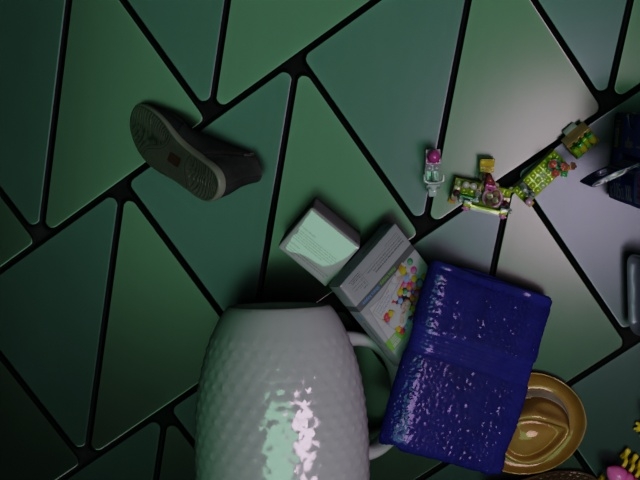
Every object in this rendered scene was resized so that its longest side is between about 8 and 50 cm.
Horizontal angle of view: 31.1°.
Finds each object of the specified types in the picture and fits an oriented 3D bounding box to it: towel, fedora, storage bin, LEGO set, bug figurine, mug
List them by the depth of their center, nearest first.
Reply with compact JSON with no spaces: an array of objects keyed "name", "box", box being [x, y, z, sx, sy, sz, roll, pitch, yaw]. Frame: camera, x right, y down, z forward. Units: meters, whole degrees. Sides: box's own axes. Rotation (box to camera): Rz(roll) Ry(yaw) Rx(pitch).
[{"name":"LEGO set","box":[0.306,-0.098,1.809,0.286,0.107,0.132,-9,102,4]},{"name":"mug","box":[-0.020,0.264,1.839,0.374,0.276,0.328,-2,92,-28]},{"name":"towel","box":[0.229,0.203,1.843,0.227,0.076,0.308,19,84,-17]},{"name":"storage bin","box":[0.555,0.084,1.857,0.091,0.098,0.135,-10,103,-24]},{"name":"fedora","box":[0.350,0.316,1.912,0.194,0.079,0.194,0,102,1]},{"name":"bug figurine","box":[0.595,0.395,1.925,0.216,0.072,0.279,34,101,-5]}]

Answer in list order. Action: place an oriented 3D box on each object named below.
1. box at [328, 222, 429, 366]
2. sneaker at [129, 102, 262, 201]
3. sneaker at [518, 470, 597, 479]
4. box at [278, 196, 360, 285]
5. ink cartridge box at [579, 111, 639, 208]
[{"name":"box","box":[0.119,0.088,1.838,0.145,0.038,0.186,-47,114,-21]},{"name":"sneaker","box":[-0.202,-0.144,1.839,0.222,0.118,0.083,42,122,21]},{"name":"sneaker","box":[0.375,0.448,1.954,0.192,0.064,0.086,-7,127,-8]},{"name":"box","box":[0.000,0.000,1.843,0.101,0.102,0.087,39,103,-6]},{"name":"ink cartridge box","box":[0.596,-0.116,1.713,0.395,0.270,0.151,4,97,1]}]
